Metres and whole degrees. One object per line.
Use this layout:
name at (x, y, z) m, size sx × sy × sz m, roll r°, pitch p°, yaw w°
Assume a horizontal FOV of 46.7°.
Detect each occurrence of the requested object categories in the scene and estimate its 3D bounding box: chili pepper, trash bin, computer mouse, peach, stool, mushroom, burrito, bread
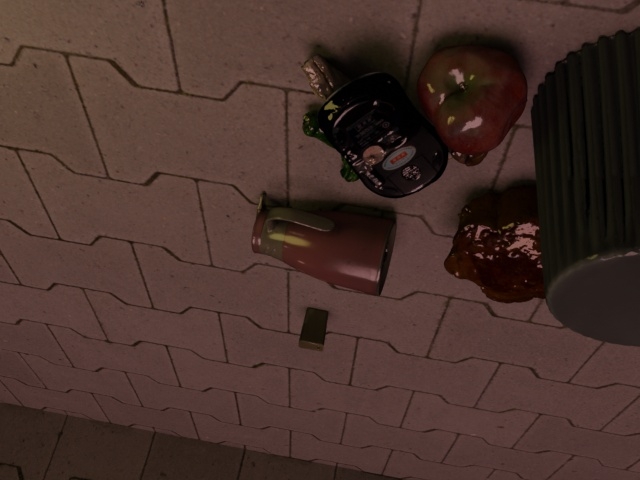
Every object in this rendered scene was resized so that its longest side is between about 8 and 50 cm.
chili pepper at (0.035, -0.154, 1.229) m, size 0.073 × 0.050 × 0.182 m, roll -12°, pitch 144°, yaw 22°
trash bin at (-0.014, 0.214, 1.781) m, size 0.061 × 0.092 × 0.043 m, roll 10°, pitch 147°, yaw 3°
computer mouse at (0.092, -0.158, 1.087) m, size 0.137 × 0.096 × 0.233 m, roll -34°, pitch 133°, yaw 13°
peach at (0.211, -0.190, 1.037) m, size 0.152 × 0.152 × 0.152 m, roll 9°, pitch 148°, yaw 5°
stool at (0.427, -0.058, 0.982) m, size 0.297 × 0.330 × 0.297 m, roll 9°, pitch 148°, yaw 6°
mushroom at (0.205, -0.134, 1.210) m, size 0.060 × 0.061 × 0.187 m, roll 39°, pitch 153°, yaw -16°
burrito at (0.050, -0.210, 1.136) m, size 0.230 × 0.063 × 0.058 m, roll 29°, pitch 105°, yaw -37°
bread at (0.341, 0.007, 1.296) m, size 0.232 × 0.135 × 0.247 m, roll 29°, pitch 145°, yaw -24°

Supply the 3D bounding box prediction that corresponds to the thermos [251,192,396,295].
thermos at (0.000, 0.000, 1.400) m, size 0.265 × 0.145 × 0.176 m, roll 13°, pitch 155°, yaw 9°
